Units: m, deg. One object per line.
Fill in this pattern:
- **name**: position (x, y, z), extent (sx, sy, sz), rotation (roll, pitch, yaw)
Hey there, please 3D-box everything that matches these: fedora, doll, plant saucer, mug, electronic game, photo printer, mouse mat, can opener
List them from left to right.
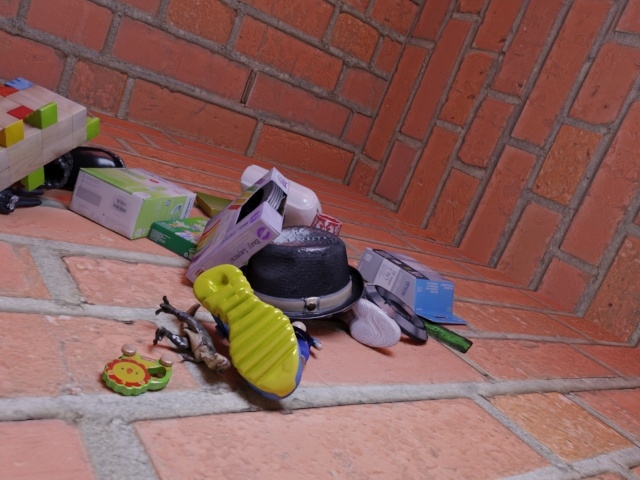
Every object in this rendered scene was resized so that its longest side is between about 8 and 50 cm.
- **can opener**: position (-0.715, -0.103, 1.361), extent (0.073, 0.059, 0.186), rotation (23, 13, 6)
- **plant saucer**: position (-0.345, -0.108, 2.048), extent (0.188, 0.045, 0.188), rotation (12, 16, -37)
- **photo printer**: position (-0.135, -0.129, 2.114), extent (0.308, 0.107, 0.256), rotation (25, -25, 13)
- **doll**: position (-0.058, 0.210, 1.206), extent (0.129, 0.046, 0.189), rotation (23, 13, 1)
- **fedora**: position (-0.056, 0.056, 1.385), extent (0.334, 0.152, 0.334), rotation (3, 25, -1)
- **mug**: position (-0.008, -0.002, 1.891), extent (0.113, 0.169, 0.150), rotation (16, 14, -23)
- **electronic game**: position (0.210, 0.203, 1.613), extent (0.229, 0.048, 0.229), rotation (38, 11, -9)
- **mouse mat**: position (0.362, 0.278, 1.733), extent (0.190, 0.007, 0.153), rotation (28, 13, 20)

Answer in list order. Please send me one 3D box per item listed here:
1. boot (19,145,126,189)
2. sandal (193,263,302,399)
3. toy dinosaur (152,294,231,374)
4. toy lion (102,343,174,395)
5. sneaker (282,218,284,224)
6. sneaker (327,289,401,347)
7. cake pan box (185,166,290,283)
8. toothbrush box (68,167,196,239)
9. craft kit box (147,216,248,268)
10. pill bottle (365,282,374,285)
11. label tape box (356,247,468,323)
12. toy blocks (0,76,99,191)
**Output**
- **boot**: position (-0.685, -0.200, 1.555), extent (0.348, 0.131, 0.260), rotation (2, 5, -31)
- **sandal**: position (-0.125, 0.177, 1.077), extent (0.126, 0.138, 0.317), rotation (-28, 44, -12)
- **toy dinosaur**: position (-0.245, 0.164, 1.050), extent (0.118, 0.064, 0.268), rotation (32, 5, -32)
- **toy lion**: position (-0.281, 0.205, 0.888), extent (0.100, 0.034, 0.096), rotation (19, 20, -16)
- **sneaker**: position (-0.211, -0.060, 1.976), extent (0.121, 0.099, 0.262), rotation (19, 9, 15)
- **sneaker**: position (0.105, 0.179, 1.478), extent (0.269, 0.101, 0.153), rotation (26, 15, 26)
- **cake pan box**: position (-0.187, -0.032, 1.370), extent (0.070, 0.267, 0.245), rotation (43, 27, -24)
- **toothbrush box**: position (-0.512, -0.110, 1.600), extent (0.206, 0.122, 0.283), rotation (25, 11, 12)
- **craft kit box**: position (-0.304, 0.012, 1.602), extent (0.250, 0.061, 0.247), rotation (26, 10, 14)
- **pill bottle**: position (0.141, 0.153, 1.787), extent (0.043, 0.043, 0.083), rotation (29, 14, 28)
- **label tape box**: position (0.326, 0.152, 1.951), extent (0.249, 0.115, 0.348), rotation (10, 15, -47)
- **toy blocks**: position (-0.730, -0.258, 1.293), extent (0.261, 0.190, 0.381), rotation (26, 39, 8)
